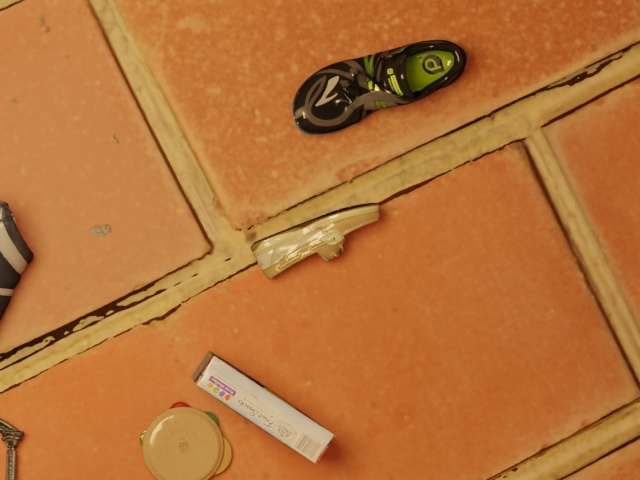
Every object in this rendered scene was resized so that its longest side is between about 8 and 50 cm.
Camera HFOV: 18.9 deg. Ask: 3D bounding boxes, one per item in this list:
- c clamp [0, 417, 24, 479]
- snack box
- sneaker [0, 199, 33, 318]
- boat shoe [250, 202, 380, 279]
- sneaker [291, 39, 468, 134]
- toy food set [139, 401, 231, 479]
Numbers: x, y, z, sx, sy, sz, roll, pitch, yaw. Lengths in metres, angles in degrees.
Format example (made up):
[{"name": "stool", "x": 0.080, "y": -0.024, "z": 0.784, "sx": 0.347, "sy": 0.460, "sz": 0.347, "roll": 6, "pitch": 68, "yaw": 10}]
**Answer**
[{"name": "c clamp", "x": -0.320, "y": 0.243, "z": 1.870, "sx": 0.137, "sy": 0.022, "sz": 0.160, "roll": -5, "pitch": 86, "yaw": 4}, {"name": "snack box", "x": -0.057, "y": 0.161, "z": 1.867, "sx": 0.141, "sy": 0.100, "sz": 0.037, "roll": 34, "pitch": 85, "yaw": -5}, {"name": "sneaker", "x": -0.395, "y": -0.012, "z": 1.802, "sx": 0.282, "sy": 0.099, "sz": 0.153, "roll": 38, "pitch": 82, "yaw": -34}, {"name": "boat shoe", "x": 0.000, "y": 0.000, "z": 1.911, "sx": 0.135, "sy": 0.050, "sz": 0.045, "roll": -20, "pitch": 93, "yaw": 3}, {"name": "sneaker", "x": 0.058, "y": -0.159, "z": 1.908, "sx": 0.188, "sy": 0.078, "sz": 0.067, "roll": -20, "pitch": 90, "yaw": -7}, {"name": "toy food set", "x": -0.135, "y": 0.203, "z": 1.897, "sx": 0.083, "sy": 0.020, "sz": 0.082, "roll": -29, "pitch": 91, "yaw": -7}]
